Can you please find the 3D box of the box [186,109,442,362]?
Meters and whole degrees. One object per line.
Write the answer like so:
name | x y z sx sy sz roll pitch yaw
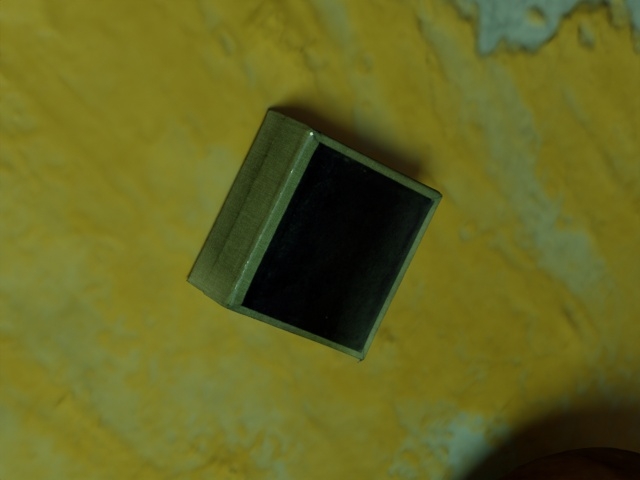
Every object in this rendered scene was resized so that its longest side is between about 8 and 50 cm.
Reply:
box | 0.000 0.000 0.591 0.083 0.035 0.079 23 93 -39

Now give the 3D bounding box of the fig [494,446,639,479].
fig | 0.129 0.195 0.663 0.205 0.205 0.205 -14 115 -32
